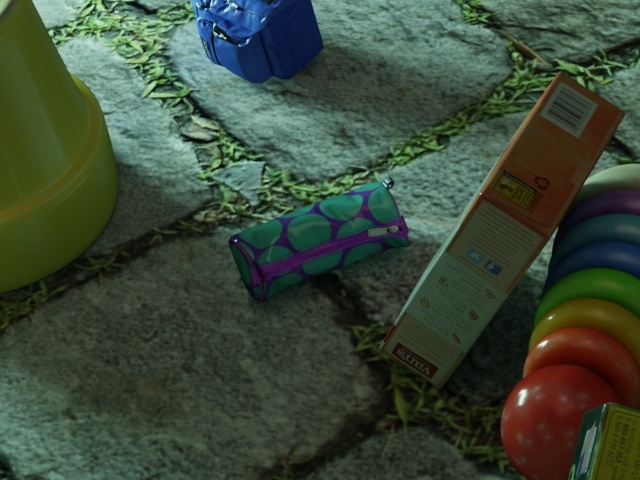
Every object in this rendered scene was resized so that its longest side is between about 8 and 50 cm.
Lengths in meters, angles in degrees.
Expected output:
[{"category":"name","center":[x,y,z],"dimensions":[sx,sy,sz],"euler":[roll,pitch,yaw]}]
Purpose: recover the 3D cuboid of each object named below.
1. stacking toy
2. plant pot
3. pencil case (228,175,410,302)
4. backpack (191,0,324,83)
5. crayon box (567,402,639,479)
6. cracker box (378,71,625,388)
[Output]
[{"category":"stacking toy","center":[0.215,0.076,1.507],"dimensions":[0.141,0.141,0.330],"euler":[8,33,16]},{"category":"plant pot","center":[-0.319,-0.119,1.764],"dimensions":[0.254,0.239,0.254],"euler":[-3,43,3]},{"category":"pencil case","center":[0.000,0.000,1.719],"dimensions":[0.152,0.064,0.070],"euler":[-21,20,-14]},{"category":"backpack","center":[-0.074,-0.217,1.936],"dimensions":[0.101,0.098,0.120],"euler":[-39,52,-24]},{"category":"crayon box","center":[0.306,0.245,1.299],"dimensions":[0.318,0.081,0.202],"euler":[16,79,-1]},{"category":"cracker box","center":[0.141,-0.005,1.583],"dimensions":[0.067,0.232,0.155],"euler":[32,51,3]}]
